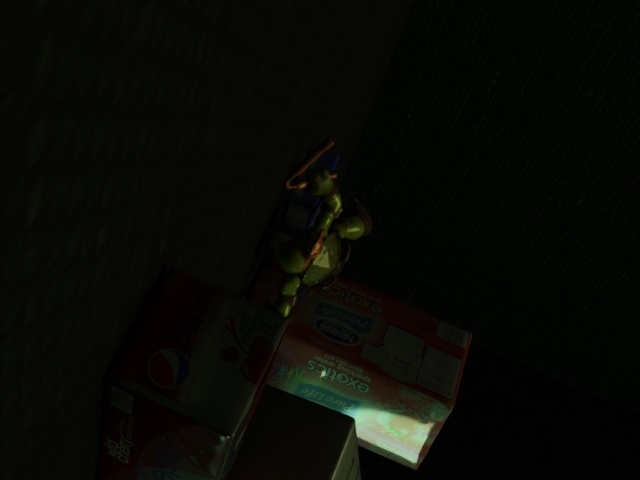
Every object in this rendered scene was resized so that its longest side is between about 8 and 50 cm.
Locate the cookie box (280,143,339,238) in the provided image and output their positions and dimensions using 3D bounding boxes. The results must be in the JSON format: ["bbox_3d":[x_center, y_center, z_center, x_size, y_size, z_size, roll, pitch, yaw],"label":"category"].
[{"bbox_3d":[-0.015,-0.062,1.438,0.107,0.040,0.092,109,5,-64],"label":"cookie box"}]

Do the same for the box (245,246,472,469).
[{"bbox_3d":[0.031,0.157,1.429,0.154,0.299,0.142,-65,178,-51],"label":"box"}]

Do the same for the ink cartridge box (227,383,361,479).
[{"bbox_3d":[-0.070,0.244,0.967,0.233,0.168,0.171,83,28,-61],"label":"ink cartridge box"}]

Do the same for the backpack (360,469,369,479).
[{"bbox_3d":[-0.077,0.432,1.156,0.290,0.273,0.356,67,36,-52],"label":"backpack"}]

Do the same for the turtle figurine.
[{"bbox_3d":[0.000,0.000,1.312,0.270,0.087,0.217,-70,165,15],"label":"turtle figurine"}]

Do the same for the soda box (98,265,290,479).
[{"bbox_3d":[-0.095,0.129,0.735,0.263,0.083,0.092,112,3,-56],"label":"soda box"}]
